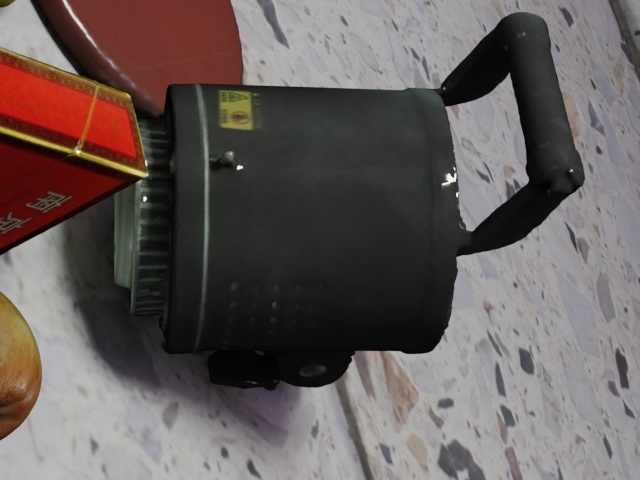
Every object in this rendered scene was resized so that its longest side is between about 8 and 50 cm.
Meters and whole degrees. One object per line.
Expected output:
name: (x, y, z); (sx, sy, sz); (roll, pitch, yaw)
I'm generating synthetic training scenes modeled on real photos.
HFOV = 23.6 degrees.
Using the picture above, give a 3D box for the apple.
apple: (-0.229, 0.076, 0.900); (0.102, 0.126, 0.126); (50, 20, 27)

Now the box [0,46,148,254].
box: (-0.243, -0.061, 0.950); (0.240, 0.153, 0.074); (17, 50, -55)

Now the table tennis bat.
table tennis bat: (-0.141, -0.186, 1.336); (0.415, 0.051, 0.268); (64, 29, 0)

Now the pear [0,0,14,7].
pear: (-0.241, -0.226, 1.161); (0.092, 0.092, 0.097); (-23, 130, -62)

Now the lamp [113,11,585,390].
lamp: (-0.022, -0.022, 1.151); (0.272, 0.374, 0.205); (13, 48, -24)
